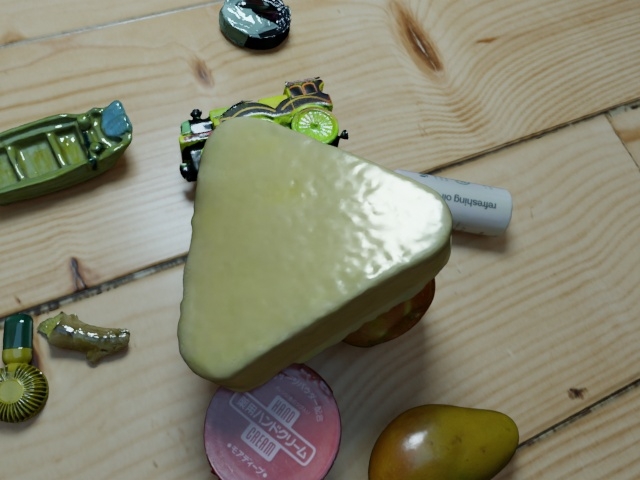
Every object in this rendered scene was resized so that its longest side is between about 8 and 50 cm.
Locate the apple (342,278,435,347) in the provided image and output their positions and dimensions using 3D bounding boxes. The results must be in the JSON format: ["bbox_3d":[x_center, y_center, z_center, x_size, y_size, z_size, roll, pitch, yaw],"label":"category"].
[{"bbox_3d":[0.074,0.065,0.871,0.195,0.196,0.196,4,70,-10],"label":"apple"}]

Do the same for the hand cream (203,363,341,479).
[{"bbox_3d":[-0.071,0.269,0.801,0.193,0.125,0.193,4,70,-11],"label":"hand cream"}]

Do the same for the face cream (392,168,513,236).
[{"bbox_3d":[0.177,-0.074,0.994,0.311,0.092,0.092,10,69,-7],"label":"face cream"}]

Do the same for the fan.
[{"bbox_3d":[-0.438,0.180,0.805,0.082,0.039,0.155,-5,71,-12],"label":"fan"}]

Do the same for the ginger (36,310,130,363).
[{"bbox_3d":[-0.356,0.142,0.835,0.137,0.044,0.057,17,50,-7],"label":"ginger"}]

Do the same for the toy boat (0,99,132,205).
[{"bbox_3d":[-0.436,-0.136,0.901,0.276,0.084,0.111,-25,80,-15],"label":"toy boat"}]

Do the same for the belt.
[{"bbox_3d":[-0.124,-0.422,1.077,0.140,0.058,0.105,5,75,-13],"label":"belt"}]

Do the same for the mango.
[{"bbox_3d":[0.187,0.312,0.842,0.253,0.113,0.139,-12,74,-17],"label":"mango"}]

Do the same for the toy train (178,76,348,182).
[{"bbox_3d":[-0.105,-0.181,0.973,0.296,0.100,0.161,-16,67,-15],"label":"toy train"}]

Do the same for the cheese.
[{"bbox_3d":[0.000,0.001,0.751,0.383,0.104,0.384,-5,65,12],"label":"cheese"}]
